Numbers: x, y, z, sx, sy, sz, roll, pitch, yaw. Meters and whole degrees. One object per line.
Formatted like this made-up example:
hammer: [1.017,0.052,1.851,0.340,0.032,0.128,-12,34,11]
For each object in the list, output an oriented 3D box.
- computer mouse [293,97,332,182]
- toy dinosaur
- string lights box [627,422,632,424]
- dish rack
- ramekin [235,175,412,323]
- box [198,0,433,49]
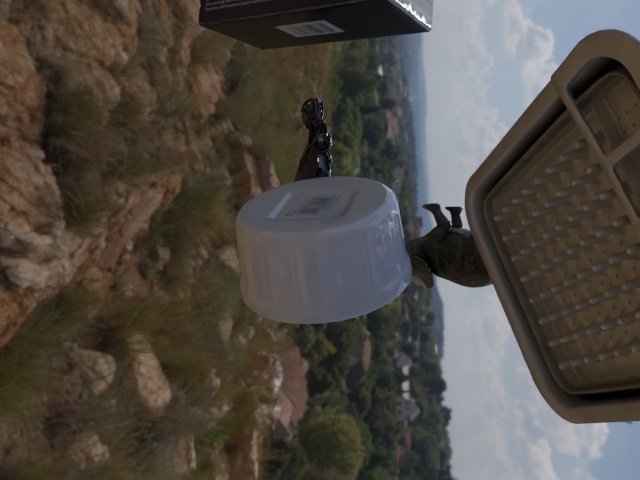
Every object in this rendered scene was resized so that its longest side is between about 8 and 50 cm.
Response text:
computer mouse: [-0.021,-0.123,1.116,0.188,0.072,0.272,-103,-171,-55]
toy dinosaur: [0.252,0.017,0.987,0.121,0.313,0.160,3,89,-59]
string lights box: [0.460,0.142,0.890,0.133,0.076,0.260,24,83,-43]
dish rack: [0.254,0.010,0.514,0.333,0.072,0.286,111,-38,-69]
ramekin: [0.000,0.000,0.901,0.277,0.277,0.135,-70,155,-63]
box: [-0.003,-0.489,0.905,0.179,0.343,0.313,-6,100,-59]
